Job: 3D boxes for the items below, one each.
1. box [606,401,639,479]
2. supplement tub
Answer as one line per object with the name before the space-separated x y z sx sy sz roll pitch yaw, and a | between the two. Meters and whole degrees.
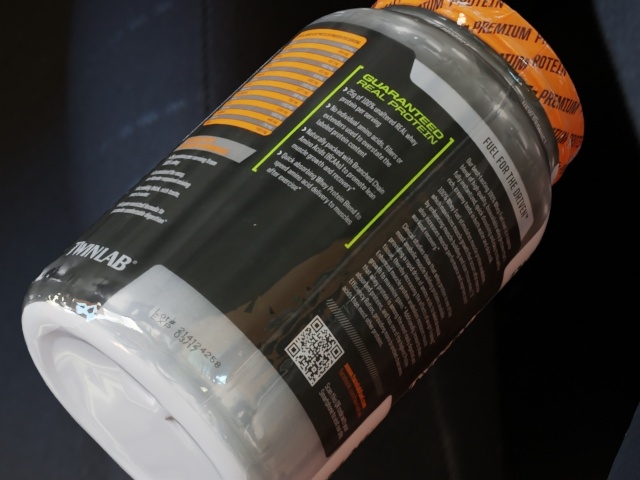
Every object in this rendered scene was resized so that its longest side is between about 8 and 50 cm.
box | 0.418 0.190 0.967 0.472 0.480 0.297 43 118 1
supplement tub | 0.000 0.000 0.631 0.117 0.190 0.117 36 154 20
